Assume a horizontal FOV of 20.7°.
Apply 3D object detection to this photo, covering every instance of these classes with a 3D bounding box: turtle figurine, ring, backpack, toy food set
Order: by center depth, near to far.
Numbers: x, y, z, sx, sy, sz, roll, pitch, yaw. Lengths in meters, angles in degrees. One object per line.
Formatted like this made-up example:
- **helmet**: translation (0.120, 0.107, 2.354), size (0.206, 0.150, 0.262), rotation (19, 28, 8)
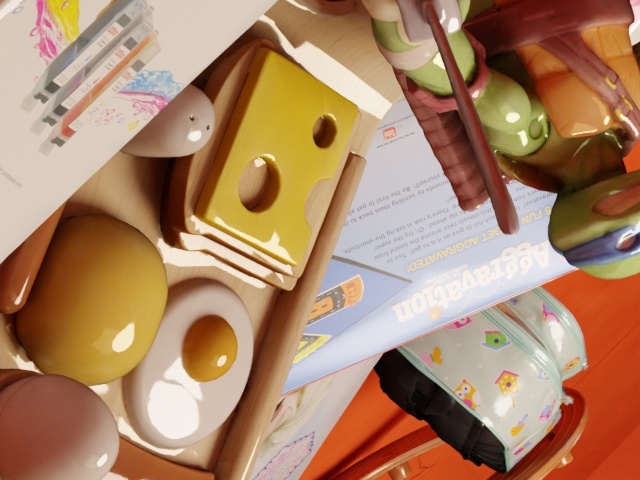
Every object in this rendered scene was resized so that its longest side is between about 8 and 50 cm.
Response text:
- **turtle figurine**: translation (0.104, -0.131, 0.679), size (0.198, 0.266, 0.274), rotation (-24, 170, 1)
- **toy food set**: translation (-0.051, 0.015, 0.736), size (0.220, 0.092, 0.306), rotation (29, 79, -45)
- **backpack**: translation (0.117, 0.084, 1.340), size (0.144, 0.166, 0.188), rotation (-47, 164, 0)
- **ring**: translation (0.083, 0.223, 1.502), size (0.337, 0.032, 0.336), rotation (-28, -172, 4)

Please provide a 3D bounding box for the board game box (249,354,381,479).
- **board game box**: translation (-0.062, 0.083, 1.132), size (0.318, 0.066, 0.318), rotation (-19, 147, -51)

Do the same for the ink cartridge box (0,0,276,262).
- **ink cartridge box**: translation (-0.117, -0.095, 0.582), size (0.176, 0.128, 0.127), rotation (-44, 160, -4)

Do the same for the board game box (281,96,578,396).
- **board game box**: translation (0.000, 0.000, 0.921), size (0.281, 0.027, 0.145), rotation (-22, 114, -13)

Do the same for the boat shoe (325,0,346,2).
- **boat shoe**: translation (-0.013, -0.106, 0.855), size (0.228, 0.080, 0.076), rotation (-25, 132, -34)

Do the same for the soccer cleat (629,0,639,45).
- **soccer cleat**: translation (0.138, -0.119, 1.032), size (0.331, 0.116, 0.143), rotation (-61, 161, 14)
